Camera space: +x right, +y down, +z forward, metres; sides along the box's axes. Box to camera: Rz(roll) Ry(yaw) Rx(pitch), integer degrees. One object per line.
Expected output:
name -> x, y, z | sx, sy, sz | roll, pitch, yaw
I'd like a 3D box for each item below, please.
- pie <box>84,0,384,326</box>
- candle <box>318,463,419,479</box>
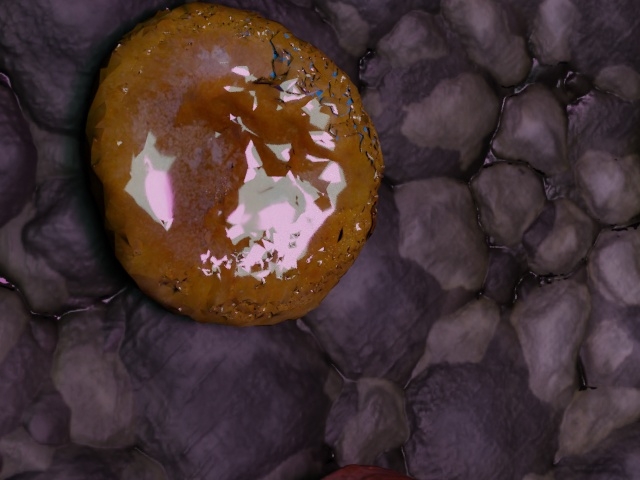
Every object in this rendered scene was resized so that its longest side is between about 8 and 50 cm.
pie -> -0.069, -0.062, 1.558 | 0.273, 0.069, 0.273 | 0, 89, -25
candle -> 0.060, 0.344, 1.596 | 0.287, 0.131, 0.316 | 14, 91, -36
